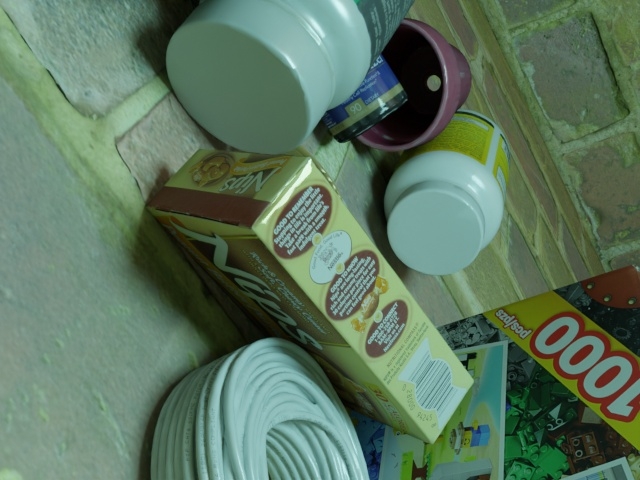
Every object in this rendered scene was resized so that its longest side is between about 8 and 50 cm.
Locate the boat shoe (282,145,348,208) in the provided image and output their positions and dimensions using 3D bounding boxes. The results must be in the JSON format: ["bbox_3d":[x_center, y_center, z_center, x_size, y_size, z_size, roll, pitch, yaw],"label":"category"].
[{"bbox_3d":[0.000,0.000,0.972,0.277,0.098,0.096,60,3,-10],"label":"boat shoe"}]

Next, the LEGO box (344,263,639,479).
[{"bbox_3d":[0.202,0.315,0.780,0.193,0.373,0.500,49,31,-35],"label":"LEGO box"}]

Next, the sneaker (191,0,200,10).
[{"bbox_3d":[-0.116,-0.293,1.013,0.166,0.065,0.076,-18,103,-62],"label":"sneaker"}]

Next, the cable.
[{"bbox_3d":[-0.040,0.218,0.708,0.257,0.089,0.257,57,26,-22],"label":"cable"}]

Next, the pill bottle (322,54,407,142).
[{"bbox_3d":[0.017,-0.258,1.147,0.219,0.123,0.123,56,27,-8],"label":"pill bottle"}]

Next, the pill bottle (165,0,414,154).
[{"bbox_3d":[-0.010,-0.276,0.929,0.204,0.204,0.361,53,49,-30],"label":"pill bottle"}]

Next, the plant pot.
[{"bbox_3d":[0.148,-0.253,1.295,0.180,0.201,0.201,-23,91,-55],"label":"plant pot"}]

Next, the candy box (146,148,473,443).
[{"bbox_3d":[-0.005,0.055,0.784,0.087,0.183,0.316,-51,124,-21],"label":"candy box"}]

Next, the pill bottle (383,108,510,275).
[{"bbox_3d":[0.207,-0.081,1.323,0.187,0.188,0.334,61,26,-16],"label":"pill bottle"}]
